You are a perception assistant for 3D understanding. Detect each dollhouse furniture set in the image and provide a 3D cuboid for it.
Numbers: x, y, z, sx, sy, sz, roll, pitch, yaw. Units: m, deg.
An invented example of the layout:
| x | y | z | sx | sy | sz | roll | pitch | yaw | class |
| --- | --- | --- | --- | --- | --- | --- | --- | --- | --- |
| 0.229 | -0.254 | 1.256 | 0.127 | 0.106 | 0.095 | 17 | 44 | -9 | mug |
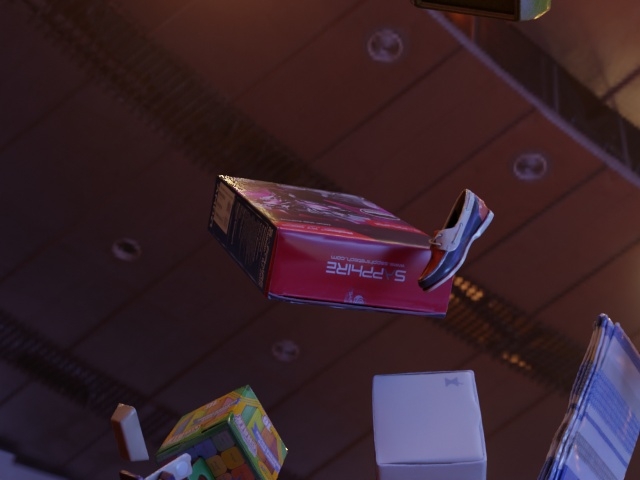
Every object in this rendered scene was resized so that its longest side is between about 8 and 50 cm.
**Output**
| x | y | z | sx | sy | sz | roll | pitch | yaw | class |
| --- | --- | --- | --- | --- | --- | --- | --- | --- | --- |
| -0.172 | 0.228 | 1.205 | 0.091 | 0.081 | 0.114 | 4 | -68 | 46 | dollhouse furniture set |

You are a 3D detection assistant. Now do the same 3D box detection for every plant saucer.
| x | y | z | sx | sy | sz | roll | pitch | yaw | class |
| --- | --- | --- | --- | --- | --- | --- | --- | --- | --- |
| 0.174 | -0.320 | 1.268 | 0.188 | 0.045 | 0.188 | 11 | -22 | 15 | plant saucer |

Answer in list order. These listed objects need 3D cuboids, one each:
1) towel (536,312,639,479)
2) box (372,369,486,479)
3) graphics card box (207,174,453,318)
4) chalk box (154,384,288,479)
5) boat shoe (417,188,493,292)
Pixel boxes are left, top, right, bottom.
| x | y | z | sx | sy | sz | roll | pitch | yaw | class |
| --- | --- | --- | --- | --- | --- | --- | --- | --- | --- |
| 0.387 | 0.269 | 1.514 | 0.034 | 0.285 | 0.209 | 7 | -27 | 40 | towel |
| 0.130 | 0.292 | 1.324 | 0.127 | 0.148 | 0.232 | -3 | -53 | 3 | box |
| 0.000 | 0.000 | 1.430 | 0.232 | 0.371 | 0.094 | 7 | -80 | -17 | graphics card box |
| -0.148 | 0.326 | 1.612 | 0.132 | 0.213 | 0.132 | -27 | -82 | 11 | chalk box |
| 0.145 | 0.001 | 1.220 | 0.043 | 0.137 | 0.049 | 46 | -27 | -15 | boat shoe |
